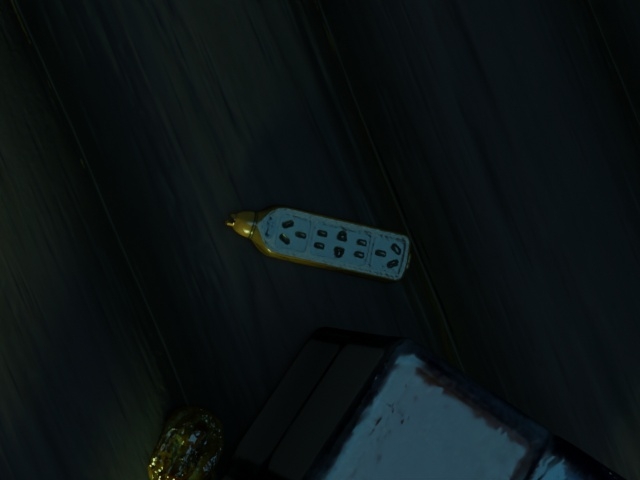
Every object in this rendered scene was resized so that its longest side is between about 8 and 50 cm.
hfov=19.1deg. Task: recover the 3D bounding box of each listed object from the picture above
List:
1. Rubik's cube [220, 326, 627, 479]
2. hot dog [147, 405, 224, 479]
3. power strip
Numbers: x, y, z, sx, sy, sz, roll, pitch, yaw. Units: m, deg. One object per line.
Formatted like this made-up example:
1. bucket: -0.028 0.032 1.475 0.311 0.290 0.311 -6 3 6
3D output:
1. Rubik's cube: 0.069 0.279 1.589 0.318 0.316 0.313 35 81 -11
2. hot dog: -0.120 0.187 1.689 0.058 0.035 0.083 26 84 -14
3. power strip: 0.000 0.000 1.722 0.178 0.028 0.049 13 87 -11
